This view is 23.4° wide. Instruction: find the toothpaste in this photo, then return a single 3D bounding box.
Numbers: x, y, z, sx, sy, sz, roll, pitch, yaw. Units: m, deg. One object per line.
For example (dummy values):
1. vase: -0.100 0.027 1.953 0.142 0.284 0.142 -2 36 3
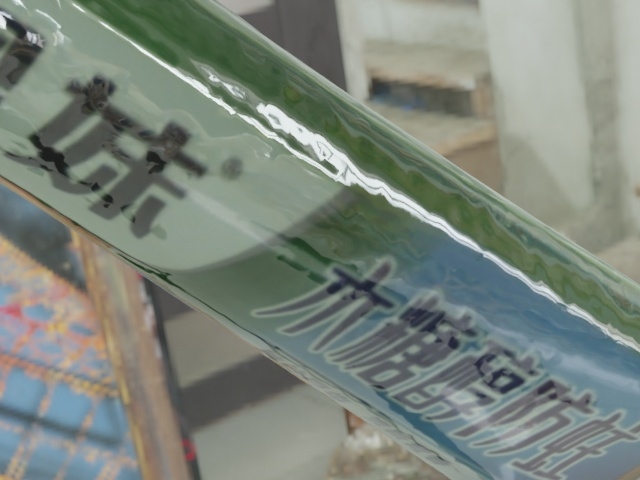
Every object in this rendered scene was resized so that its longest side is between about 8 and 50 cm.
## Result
1. toothpaste: 0.000 0.000 0.383 0.099 0.392 0.061 -40 28 31
